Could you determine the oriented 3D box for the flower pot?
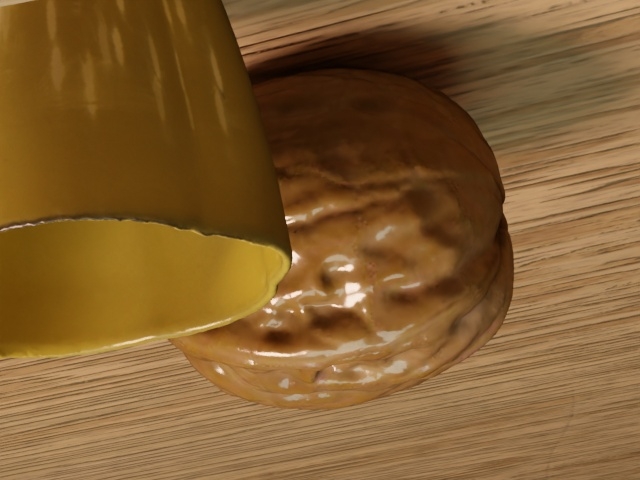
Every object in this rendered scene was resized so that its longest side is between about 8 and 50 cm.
[{"bbox_3d":[-0.117,-0.057,0.872,0.195,0.179,0.195,-6,162,-2],"label":"flower pot"}]

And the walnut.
[{"bbox_3d":[0.000,0.000,1.072,0.213,0.213,0.213,-6,161,-2],"label":"walnut"}]

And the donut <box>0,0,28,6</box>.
[{"bbox_3d":[-0.027,-0.153,0.540,0.371,0.150,0.307,-7,-171,38],"label":"donut"}]
